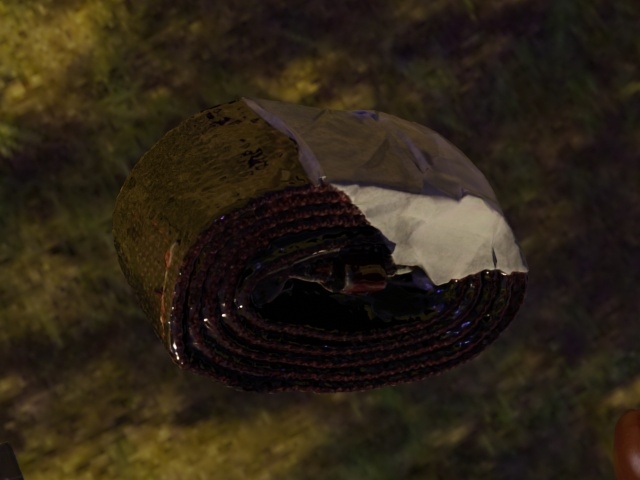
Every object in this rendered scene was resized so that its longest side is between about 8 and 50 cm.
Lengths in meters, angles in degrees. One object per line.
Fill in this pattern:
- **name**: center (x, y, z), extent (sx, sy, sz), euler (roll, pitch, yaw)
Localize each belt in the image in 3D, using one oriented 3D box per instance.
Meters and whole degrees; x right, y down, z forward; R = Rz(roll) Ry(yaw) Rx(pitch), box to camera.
- **belt**: center (0.000, 0.000, 1.029), extent (0.289, 0.164, 0.184), euler (4, 116, -31)

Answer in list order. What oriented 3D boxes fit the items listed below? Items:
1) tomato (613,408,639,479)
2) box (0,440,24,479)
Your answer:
- **tomato**: center (0.307, 0.192, 0.966), extent (0.233, 0.139, 0.200), euler (9, 169, -6)
- **box**: center (-0.294, 0.309, 1.210), extent (0.168, 0.259, 0.071), euler (-13, 163, -41)
